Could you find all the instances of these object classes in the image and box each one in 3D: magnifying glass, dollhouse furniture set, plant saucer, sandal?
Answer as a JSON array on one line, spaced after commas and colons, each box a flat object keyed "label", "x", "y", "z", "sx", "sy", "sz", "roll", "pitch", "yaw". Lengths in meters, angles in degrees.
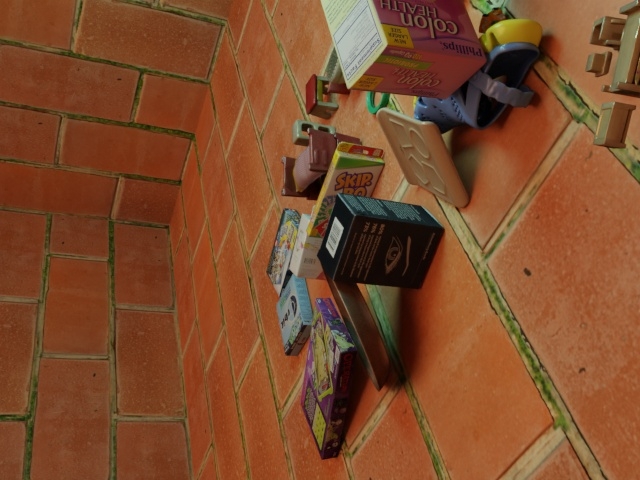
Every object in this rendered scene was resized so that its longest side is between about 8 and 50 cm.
[{"label": "magnifying glass", "x": 0.149, "y": -0.426, "z": 1.672, "sx": 0.092, "sy": 0.026, "sz": 0.231, "roll": 178, "pitch": 96, "yaw": -67}, {"label": "dollhouse furniture set", "x": 0.428, "y": -0.212, "z": 0.921, "sx": 0.161, "sy": 0.101, "sz": 0.182, "roll": -72, "pitch": -7, "yaw": -81}, {"label": "plant saucer", "x": 0.081, "y": 0.173, "z": 1.465, "sx": 0.310, "sy": 0.050, "sz": 0.310, "roll": 155, "pitch": 90, "yaw": -87}, {"label": "sandal", "x": 0.273, "y": -0.259, "z": 1.217, "sx": 0.317, "sy": 0.126, "sz": 0.138, "roll": 143, "pitch": 125, "yaw": -61}, {"label": "dollhouse furniture set", "x": -0.005, "y": -0.310, "z": 1.826, "sx": 0.201, "sy": 0.152, "sz": 0.374, "roll": 141, "pitch": 131, "yaw": -59}]

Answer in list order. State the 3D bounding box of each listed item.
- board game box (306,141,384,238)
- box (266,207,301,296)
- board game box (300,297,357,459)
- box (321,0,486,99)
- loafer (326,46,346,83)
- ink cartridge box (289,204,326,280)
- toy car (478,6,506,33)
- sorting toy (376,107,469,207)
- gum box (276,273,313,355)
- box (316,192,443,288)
[{"label": "board game box", "x": 0.062, "y": -0.114, "z": 1.654, "sx": 0.039, "sy": 0.124, "sz": 0.259, "roll": -118, "pitch": 41, "yaw": -51}, {"label": "box", "x": -0.102, "y": 0.038, "z": 2.094, "sx": 0.159, "sy": 0.044, "sz": 0.233, "roll": -124, "pitch": 46, "yaw": -57}, {"label": "board game box", "x": 0.014, "y": 0.340, "z": 1.666, "sx": 0.208, "sy": 0.056, "sz": 0.347, "roll": -124, "pitch": 36, "yaw": -51}, {"label": "box", "x": 0.130, "y": -0.377, "z": 1.139, "sx": 0.117, "sy": 0.213, "sz": 0.243, "roll": -40, "pitch": 59, "yaw": 51}, {"label": "loafer", "x": 0.099, "y": -0.522, "z": 1.724, "sx": 0.268, "sy": 0.092, "sz": 0.102, "roll": -65, "pitch": 29, "yaw": 27}, {"label": "ink cartridge box", "x": 0.000, "y": 0.000, "z": 1.779, "sx": 0.067, "sy": 0.115, "sz": 0.198, "roll": -136, "pitch": 57, "yaw": -62}, {"label": "toy car", "x": 0.328, "y": -0.429, "z": 1.217, "sx": 0.040, "sy": 0.060, "sz": 0.122, "roll": 37, "pitch": 131, "yaw": 27}, {"label": "sorting toy", "x": 0.204, "y": -0.170, "z": 1.337, "sx": 0.193, "sy": 0.038, "sz": 0.208, "roll": 60, "pitch": 169, "yaw": -27}, {"label": "gum box", "x": -0.075, "y": 0.219, "z": 1.986, "sx": 0.184, "sy": 0.041, "sz": 0.157, "roll": -104, "pitch": 31, "yaw": -41}, {"label": "box", "x": 0.120, "y": 0.003, "z": 1.382, "sx": 0.108, "sy": 0.207, "sz": 0.153, "roll": -123, "pitch": 46, "yaw": -56}]
